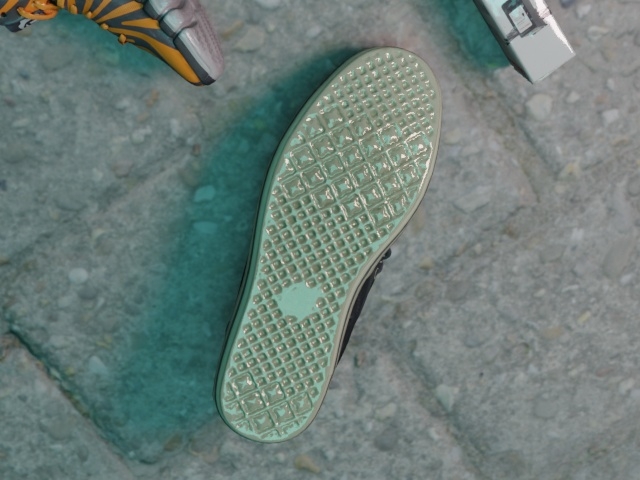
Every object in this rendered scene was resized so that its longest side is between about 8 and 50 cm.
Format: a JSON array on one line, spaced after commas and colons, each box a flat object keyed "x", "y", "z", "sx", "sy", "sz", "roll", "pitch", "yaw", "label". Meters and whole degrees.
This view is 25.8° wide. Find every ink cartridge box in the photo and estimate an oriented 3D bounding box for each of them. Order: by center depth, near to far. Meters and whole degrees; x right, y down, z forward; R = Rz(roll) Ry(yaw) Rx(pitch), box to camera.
[{"x": 0.223, "y": -0.267, "z": 1.620, "sx": 0.063, "sy": 0.109, "sz": 0.150, "roll": -33, "pitch": 109, "yaw": 6, "label": "ink cartridge box"}]

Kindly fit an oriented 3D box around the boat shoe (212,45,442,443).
[{"x": 0.000, "y": 0.000, "z": 1.693, "sx": 0.186, "sy": 0.156, "sz": 0.500, "roll": 20, "pitch": 97, "yaw": -5, "label": "boat shoe"}]

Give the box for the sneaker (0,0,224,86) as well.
[{"x": -0.263, "y": -0.273, "z": 1.598, "sx": 0.180, "sy": 0.124, "sz": 0.321, "roll": -38, "pitch": 98, "yaw": 15, "label": "sneaker"}]
